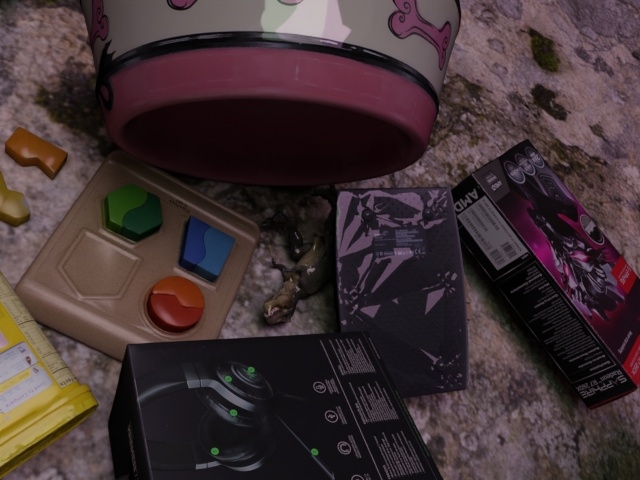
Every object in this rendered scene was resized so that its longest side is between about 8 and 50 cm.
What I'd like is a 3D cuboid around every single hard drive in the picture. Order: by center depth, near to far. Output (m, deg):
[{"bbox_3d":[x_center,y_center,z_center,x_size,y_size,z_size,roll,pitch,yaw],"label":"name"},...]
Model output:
[{"bbox_3d":[0.095,0.063,0.787,0.171,0.054,0.255,-3,86,-19],"label":"hard drive"}]

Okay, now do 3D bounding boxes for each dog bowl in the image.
[{"bbox_3d":[-0.053,-0.167,0.695,0.407,0.408,0.151,5,82,-26],"label":"dog bowl"}]

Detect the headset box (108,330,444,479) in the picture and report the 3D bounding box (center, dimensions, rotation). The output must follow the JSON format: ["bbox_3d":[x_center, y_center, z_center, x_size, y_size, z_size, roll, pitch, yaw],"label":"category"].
[{"bbox_3d":[-0.049,0.221,0.583,0.282,0.131,0.246,1,41,-29],"label":"headset box"}]

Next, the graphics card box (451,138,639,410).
[{"bbox_3d":[0.358,0.035,0.965,0.232,0.094,0.371,-29,79,-47],"label":"graphics card box"}]

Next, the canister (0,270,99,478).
[{"bbox_3d":[-0.306,0.121,0.583,0.126,0.073,0.170,-33,81,-36],"label":"canister"}]

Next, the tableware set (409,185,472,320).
[{"bbox_3d":[0.162,0.010,0.904,0.128,0.039,0.194,20,47,-19],"label":"tableware set"}]

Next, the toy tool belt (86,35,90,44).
[{"bbox_3d":[-0.260,-0.261,0.829,0.083,0.051,0.052,29,54,-13],"label":"toy tool belt"}]

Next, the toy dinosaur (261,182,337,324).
[{"bbox_3d":[0.000,0.000,0.818,0.268,0.064,0.118,-36,103,-32],"label":"toy dinosaur"}]

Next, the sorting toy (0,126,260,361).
[{"bbox_3d":[-0.232,0.000,0.709,0.307,0.041,0.229,29,54,-12],"label":"sorting toy"}]
